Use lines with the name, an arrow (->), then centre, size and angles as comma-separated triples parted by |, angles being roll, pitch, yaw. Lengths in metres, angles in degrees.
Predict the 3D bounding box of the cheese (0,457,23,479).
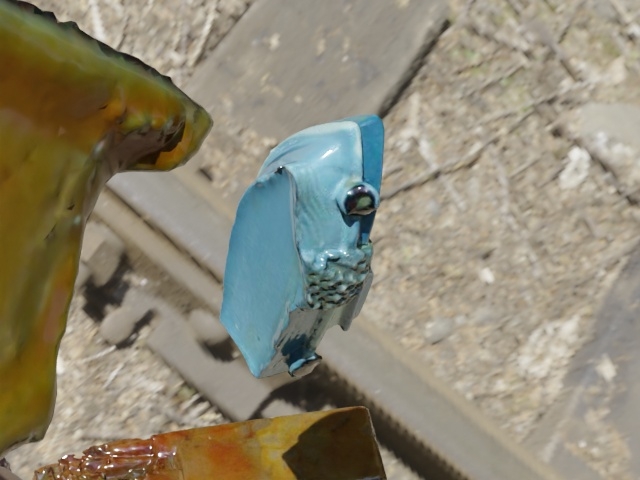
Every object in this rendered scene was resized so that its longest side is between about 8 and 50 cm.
cheese -> -0.217, 0.195, 0.993 | 0.074, 0.286, 0.189 | -2, 33, 0

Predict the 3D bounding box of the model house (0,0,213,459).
model house -> -0.216, 0.001, 0.535 | 0.268, 0.173, 0.239 | 16, 82, 19

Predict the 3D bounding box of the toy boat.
toy boat -> 0.000, 0.000, 1.039 | 0.098, 0.238, 0.109 | -23, 63, -27

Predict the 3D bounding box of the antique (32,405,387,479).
antique -> -0.102, 0.225, 1.369 | 0.310, 0.093, 0.087 | -6, 48, -9
